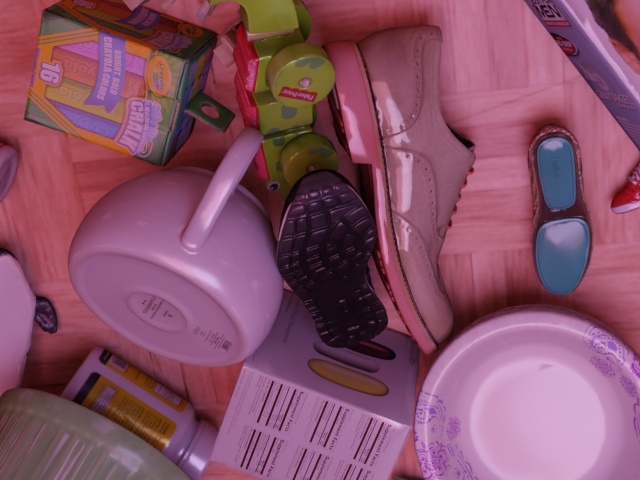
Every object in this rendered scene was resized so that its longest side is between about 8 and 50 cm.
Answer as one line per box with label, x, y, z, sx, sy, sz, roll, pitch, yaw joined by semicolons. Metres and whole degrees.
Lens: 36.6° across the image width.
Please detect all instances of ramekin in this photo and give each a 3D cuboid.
ramekin;-0.307;0.331;1.201;0.303;0.148;0.303;20;147;14

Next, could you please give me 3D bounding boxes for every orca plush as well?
orca plush;-0.435;0.131;1.302;0.151;0.102;0.287;-30;127;-26

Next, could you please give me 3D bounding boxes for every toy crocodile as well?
toy crocodile;-0.046;-0.148;1.029;0.105;0.115;0.341;-15;143;-7

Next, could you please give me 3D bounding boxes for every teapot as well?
teapot;-0.140;0.004;1.068;0.256;0.187;0.253;1;140;32

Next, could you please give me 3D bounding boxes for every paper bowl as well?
paper bowl;0.260;0.216;1.147;0.284;0.148;0.284;1;92;16

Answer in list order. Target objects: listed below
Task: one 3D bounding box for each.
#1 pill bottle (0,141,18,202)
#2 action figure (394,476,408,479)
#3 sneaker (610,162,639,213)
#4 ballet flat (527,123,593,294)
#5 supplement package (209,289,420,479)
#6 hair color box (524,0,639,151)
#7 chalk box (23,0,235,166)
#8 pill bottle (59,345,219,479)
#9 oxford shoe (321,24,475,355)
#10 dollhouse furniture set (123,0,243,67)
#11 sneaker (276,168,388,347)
pill bottle;-0.460;-0.103;1.179;0.160;0.087;0.087;23;115;-2
action figure;0.119;0.438;1.348;0.137;0.063;0.232;23;119;-5
sneaker;0.366;-0.084;1.081;0.118;0.042;0.067;-35;109;13
ballet flat;0.273;-0.039;1.102;0.073;0.067;0.206;-1;116;11
supplement package;0.000;0.191;1.179;0.203;0.194;0.149;20;116;-1
hair color box;0.390;-0.175;0.974;0.185;0.113;0.374;-41;103;5
chalk box;-0.198;-0.177;1.081;0.213;0.132;0.132;18;116;-1
pill bottle;-0.242;0.242;1.282;0.208;0.119;0.119;34;115;-6
oxford shoe;0.116;-0.047;1.089;0.146;0.140;0.397;-17;119;-2
dollhouse furniture set;-0.105;-0.254;1.002;0.101;0.182;0.161;-35;104;21
sneaker;0.000;0.000;1.069;0.107;0.124;0.283;-16;143;-3
